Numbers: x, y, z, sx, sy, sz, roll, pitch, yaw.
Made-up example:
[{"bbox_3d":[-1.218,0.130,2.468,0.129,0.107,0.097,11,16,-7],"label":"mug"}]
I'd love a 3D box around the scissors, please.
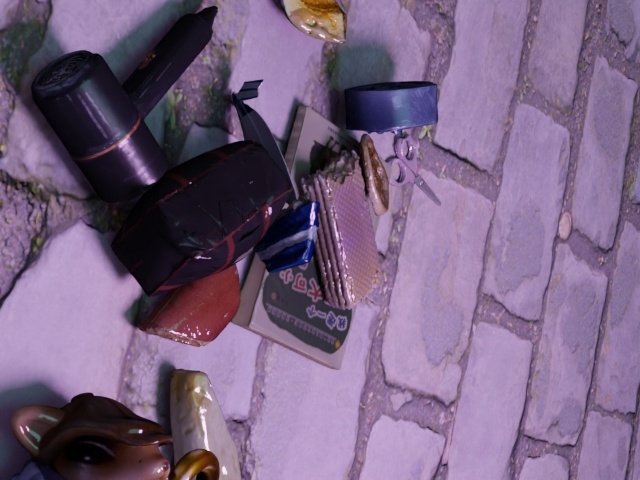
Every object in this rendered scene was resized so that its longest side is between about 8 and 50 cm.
[{"bbox_3d":[0.175,-0.113,2.140,0.189,0.015,0.100,43,63,-46],"label":"scissors"}]

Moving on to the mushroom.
[{"bbox_3d":[-0.165,0.348,1.726,0.107,0.087,0.333,-9,99,-49],"label":"mushroom"}]

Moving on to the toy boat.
[{"bbox_3d":[-0.080,-0.080,1.741,0.070,0.210,0.292,-11,61,-28],"label":"toy boat"}]

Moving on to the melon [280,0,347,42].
[{"bbox_3d":[-0.018,-0.386,1.837,0.128,0.079,0.160,-10,103,-31],"label":"melon"}]

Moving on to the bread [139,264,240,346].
[{"bbox_3d":[-0.171,0.096,1.701,0.192,0.067,0.119,-53,131,-32],"label":"bread"}]

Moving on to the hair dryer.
[{"bbox_3d":[-0.235,-0.233,1.586,0.189,0.107,0.352,60,43,-33],"label":"hair dryer"}]

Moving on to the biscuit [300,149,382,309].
[{"bbox_3d":[0.036,-0.016,1.885,0.108,0.061,0.239,-35,120,-48],"label":"biscuit"}]

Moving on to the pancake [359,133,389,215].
[{"bbox_3d":[0.088,-0.109,1.939,0.139,0.022,0.140,-13,90,-76],"label":"pancake"}]

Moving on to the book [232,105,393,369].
[{"bbox_3d":[0.000,0.000,1.918,0.260,0.043,0.371,30,70,-47],"label":"book"}]

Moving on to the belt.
[{"bbox_3d":[0.120,-0.222,1.960,0.190,0.141,0.082,-21,112,-57],"label":"belt"}]

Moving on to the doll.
[{"bbox_3d":[-0.296,0.365,1.471,0.318,0.209,0.340,39,63,-49],"label":"doll"}]

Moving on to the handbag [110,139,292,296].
[{"bbox_3d":[-0.165,-0.028,1.615,0.215,0.169,0.155,-37,95,-40],"label":"handbag"}]
